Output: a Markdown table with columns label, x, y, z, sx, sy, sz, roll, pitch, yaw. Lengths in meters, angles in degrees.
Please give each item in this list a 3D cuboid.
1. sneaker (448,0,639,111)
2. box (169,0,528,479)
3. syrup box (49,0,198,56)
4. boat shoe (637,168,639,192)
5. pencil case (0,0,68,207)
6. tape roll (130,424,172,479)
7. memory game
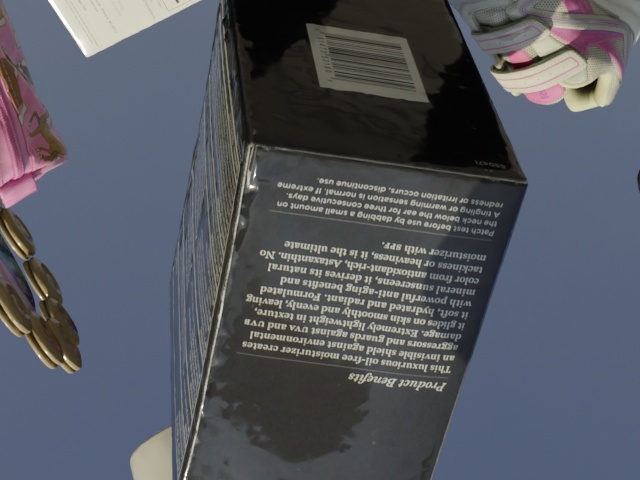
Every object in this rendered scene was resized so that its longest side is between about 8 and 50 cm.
| label | x | y | z | sx | sy | sz | roll | pitch | yaw |
| --- | --- | --- | --- | --- | --- | --- | --- | --- | --- |
| sneaker | 0.182 | -0.176 | 1.208 | 0.252 | 0.111 | 0.103 | 14 | 169 | -37 |
| box | 0.000 | 0.000 | 1.026 | 0.183 | 0.294 | 0.296 | 8 | -149 | -11 |
| syrup box | -0.100 | -0.245 | 1.105 | 0.237 | 0.096 | 0.093 | -26 | -147 | 6 |
| boat shoe | 0.291 | 0.031 | 0.873 | 0.092 | 0.103 | 0.285 | -9 | -139 | -20 |
| pencil case | -0.390 | -0.224 | 1.505 | 0.160 | 0.386 | 0.167 | -14 | -166 | 14 |
| tape roll | -0.061 | 0.277 | 1.500 | 0.246 | 0.246 | 0.169 | -13 | -113 | -13 |
| memory game | -0.194 | 0.000 | 0.864 | 0.012 | 0.186 | 0.186 | -31 | -138 | 0 |
